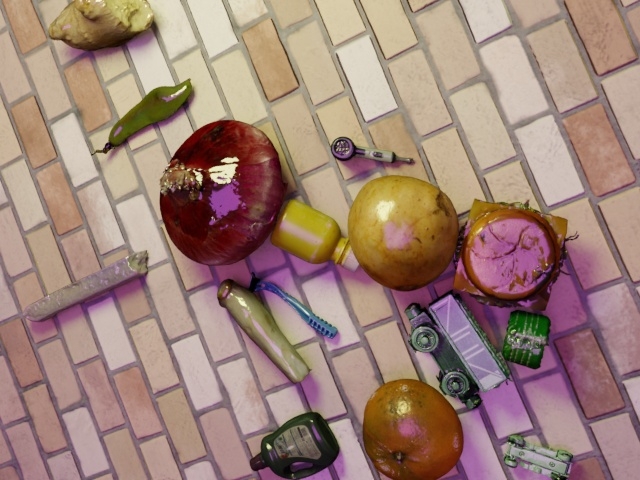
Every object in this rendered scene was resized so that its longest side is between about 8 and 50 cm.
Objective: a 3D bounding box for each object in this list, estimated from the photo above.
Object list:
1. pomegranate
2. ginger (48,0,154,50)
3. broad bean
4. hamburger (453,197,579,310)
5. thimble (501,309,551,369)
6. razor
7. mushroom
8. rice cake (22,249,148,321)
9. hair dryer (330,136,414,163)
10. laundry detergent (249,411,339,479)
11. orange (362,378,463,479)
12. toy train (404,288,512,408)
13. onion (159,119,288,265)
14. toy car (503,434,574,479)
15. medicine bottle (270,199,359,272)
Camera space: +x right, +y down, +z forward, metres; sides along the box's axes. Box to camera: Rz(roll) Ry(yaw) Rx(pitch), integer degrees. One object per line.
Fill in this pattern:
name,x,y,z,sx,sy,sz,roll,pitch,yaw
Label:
pomegranate,0.175,-0.021,1.347,0.260,0.260,0.260,1,93,15
ginger,-0.550,-0.554,1.549,0.276,0.221,0.130,-13,99,7
broad bean,-0.455,-0.318,1.607,0.325,0.067,0.075,-33,54,16
hamburger,0.410,0.028,1.345,0.262,0.139,0.243,18,99,14
thimble,0.445,0.213,1.349,0.090,0.130,0.118,15,91,18
razor,-0.067,0.161,1.533,0.253,0.042,0.082,33,143,11
mushroom,-0.140,0.219,1.529,0.081,0.100,0.312,-42,81,-9
rice cake,-0.628,0.130,1.670,0.399,0.070,0.064,-24,90,16
hair dryer,0.121,-0.202,1.447,0.198,0.100,0.057,8,98,0
laundry detergent,-0.072,0.523,1.534,0.222,0.078,0.144,-33,89,14
orange,0.199,0.431,1.395,0.240,0.171,0.240,8,108,26
toy train,0.301,0.241,1.404,0.154,0.115,0.269,-34,84,6
onion,-0.255,-0.118,1.436,0.348,0.285,0.347,-7,77,33
toy car,0.485,0.485,1.393,0.143,0.054,0.073,13,95,18
medicine bottle,0.000,0.000,1.466,0.212,0.122,0.122,27,99,2
